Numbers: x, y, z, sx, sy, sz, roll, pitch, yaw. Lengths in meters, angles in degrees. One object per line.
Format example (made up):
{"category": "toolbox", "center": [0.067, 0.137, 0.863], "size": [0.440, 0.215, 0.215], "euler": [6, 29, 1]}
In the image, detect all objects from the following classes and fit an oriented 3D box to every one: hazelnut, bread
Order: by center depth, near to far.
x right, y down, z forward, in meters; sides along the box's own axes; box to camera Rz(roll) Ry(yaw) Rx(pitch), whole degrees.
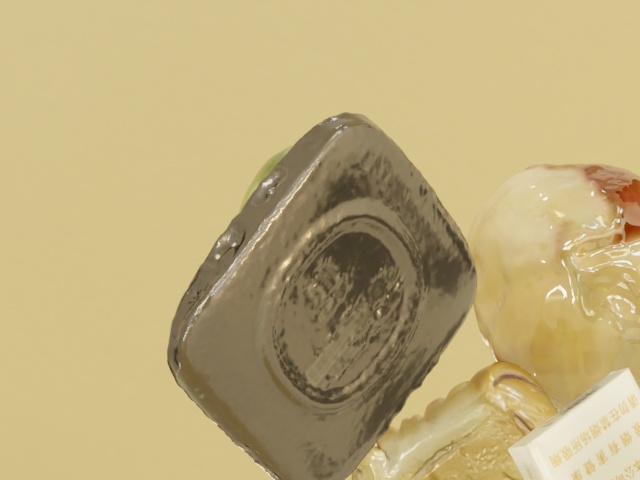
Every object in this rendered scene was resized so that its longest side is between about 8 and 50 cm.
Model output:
{"category": "bread", "center": [0.129, 0.214, 1.782], "size": [0.225, 0.134, 0.081], "euler": [-32, -177, 16]}
{"category": "hazelnut", "center": [0.275, 0.049, 1.889], "size": [0.241, 0.261, 0.261], "euler": [39, 68, -86]}

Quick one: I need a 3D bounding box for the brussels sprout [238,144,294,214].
{"category": "brussels sprout", "center": [0.003, -0.001, 1.413], "size": [0.155, 0.117, 0.155], "euler": [38, 45, -51]}

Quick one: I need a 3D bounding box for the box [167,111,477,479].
{"category": "box", "center": [0.009, 0.046, 1.202], "size": [0.212, 0.201, 0.042], "euler": [-51, -143, -11]}

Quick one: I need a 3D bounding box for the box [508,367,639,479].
{"category": "box", "center": [0.229, 0.216, 1.338], "size": [0.122, 0.220, 0.032], "euler": [-31, -174, -36]}
